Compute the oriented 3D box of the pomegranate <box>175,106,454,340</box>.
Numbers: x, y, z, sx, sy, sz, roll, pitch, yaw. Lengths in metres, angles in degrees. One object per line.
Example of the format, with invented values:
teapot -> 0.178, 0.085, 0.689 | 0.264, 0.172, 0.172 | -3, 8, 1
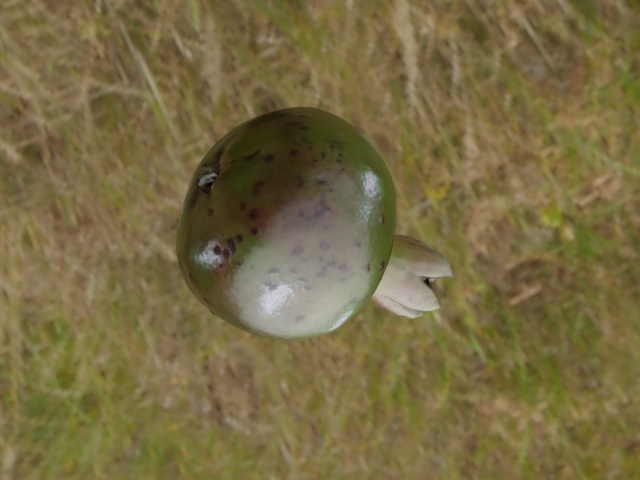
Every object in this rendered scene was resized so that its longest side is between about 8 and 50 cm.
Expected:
pomegranate -> 0.000, 0.000, 0.734 | 0.142, 0.114, 0.114 | 26, 126, -29
